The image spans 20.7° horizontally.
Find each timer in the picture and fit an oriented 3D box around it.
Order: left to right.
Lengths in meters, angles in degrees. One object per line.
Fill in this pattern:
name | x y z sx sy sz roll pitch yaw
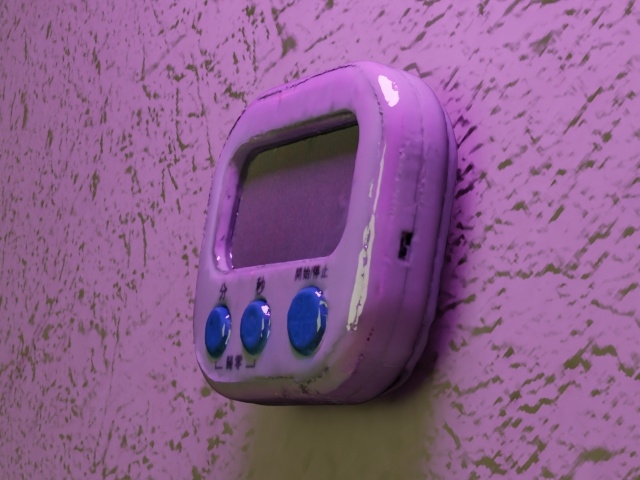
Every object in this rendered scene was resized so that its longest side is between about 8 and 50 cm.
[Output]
timer | 0.000 0.000 1.002 0.208 0.069 0.190 -9 71 60
